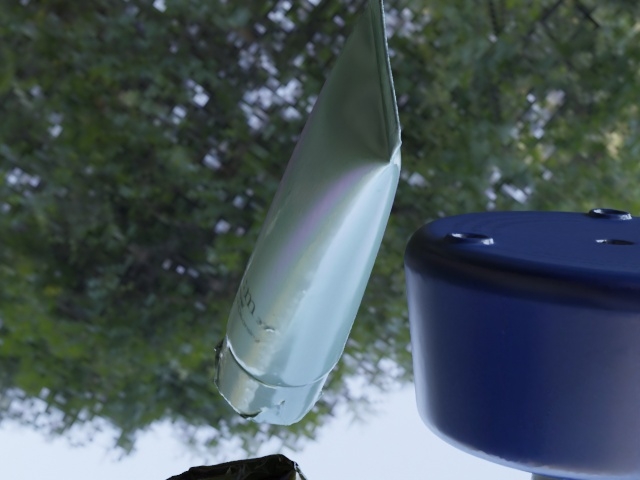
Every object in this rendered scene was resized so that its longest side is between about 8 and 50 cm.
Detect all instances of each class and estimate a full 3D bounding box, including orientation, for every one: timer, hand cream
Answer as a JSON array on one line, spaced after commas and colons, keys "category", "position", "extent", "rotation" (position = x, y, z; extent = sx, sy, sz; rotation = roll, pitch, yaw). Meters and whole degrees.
[{"category": "timer", "position": [0.179, 0.183, 1.033], "extent": [0.270, 0.270, 0.383], "rotation": [16, -75, 54]}, {"category": "hand cream", "position": [0.000, 0.000, 0.603], "extent": [0.205, 0.050, 0.078], "rotation": [110, -18, -49]}]

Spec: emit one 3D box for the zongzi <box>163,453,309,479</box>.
[{"category": "zongzi", "position": [-0.138, 0.256, 0.858], "extent": [0.300, 0.138, 0.286], "rotation": [0, -128, 40]}]
